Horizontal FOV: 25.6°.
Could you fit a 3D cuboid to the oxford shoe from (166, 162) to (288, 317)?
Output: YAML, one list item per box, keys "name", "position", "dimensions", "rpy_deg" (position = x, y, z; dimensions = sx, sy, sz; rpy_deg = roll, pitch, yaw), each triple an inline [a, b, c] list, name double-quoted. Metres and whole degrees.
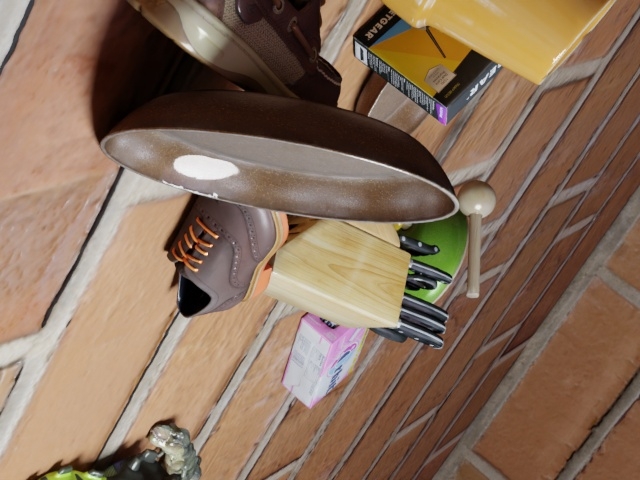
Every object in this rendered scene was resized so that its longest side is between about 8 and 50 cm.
- name: "oxford shoe"
  position: [-0.101, -0.001, 1.449]
  dimensions: [0.098, 0.097, 0.271]
  rpy_deg: [-32, 154, -25]

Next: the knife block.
- name: "knife block"
  position: [0.040, 0.065, 1.691]
  dimensions: [0.088, 0.242, 0.276]
  rpy_deg: [-7, -159, 46]

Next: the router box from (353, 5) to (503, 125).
- name: "router box"
  position: [0.143, -0.228, 1.512]
  dimensions: [0.179, 0.133, 0.046]
  rpy_deg: [-46, 163, -16]

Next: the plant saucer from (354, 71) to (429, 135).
- name: "plant saucer"
  position: [0.100, -0.184, 1.658]
  dimensions: [0.198, 0.036, 0.198]
  rpy_deg: [-43, 161, -20]

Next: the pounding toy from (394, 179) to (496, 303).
- name: "pounding toy"
  position: [0.120, 0.000, 1.937]
  dimensions: [0.237, 0.110, 0.183]
  rpy_deg: [-17, -129, 52]

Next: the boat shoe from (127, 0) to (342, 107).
- name: "boat shoe"
  position: [-0.042, -0.189, 1.175]
  dimensions: [0.123, 0.123, 0.342]
  rpy_deg: [-51, 156, 6]

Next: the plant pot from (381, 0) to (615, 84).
- name: "plant pot"
  position: [0.189, -0.262, 1.401]
  dimensions: [0.205, 0.188, 0.205]
  rpy_deg: [-47, 175, -5]

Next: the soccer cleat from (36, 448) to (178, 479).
- name: "soccer cleat"
  position: [-0.275, 0.326, 1.684]
  dimensions: [0.121, 0.093, 0.289]
  rpy_deg: [-48, 163, 16]

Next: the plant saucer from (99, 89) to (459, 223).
- name: "plant saucer"
  position: [-0.032, -0.072, 1.213]
  dimensions: [0.310, 0.311, 0.050]
  rpy_deg: [43, 55, -72]

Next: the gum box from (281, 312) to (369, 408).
- name: "gum box"
  position: [0.014, 0.151, 2.078]
  dimensions: [0.107, 0.062, 0.188]
  rpy_deg: [-38, 159, -34]

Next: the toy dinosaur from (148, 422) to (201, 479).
- name: "toy dinosaur"
  position: [-0.204, 0.323, 1.907]
  dimensions: [0.118, 0.064, 0.268]
  rpy_deg: [-53, 167, -14]
